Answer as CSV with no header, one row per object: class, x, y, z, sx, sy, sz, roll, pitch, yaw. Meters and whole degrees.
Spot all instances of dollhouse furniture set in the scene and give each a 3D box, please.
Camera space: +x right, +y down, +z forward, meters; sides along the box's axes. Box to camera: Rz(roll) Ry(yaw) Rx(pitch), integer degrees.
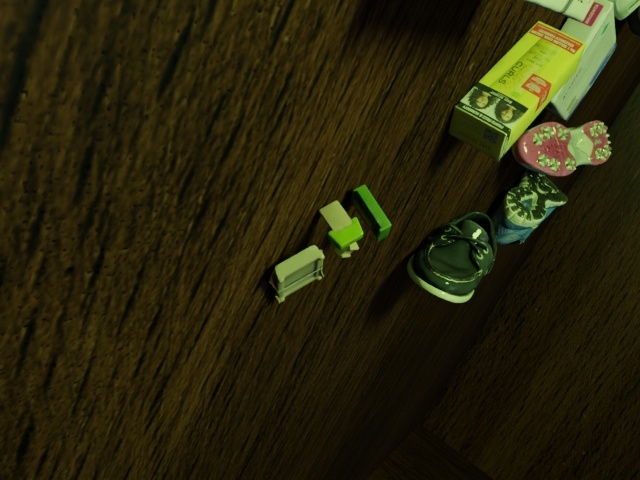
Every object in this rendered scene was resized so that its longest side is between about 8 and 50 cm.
dollhouse furniture set,0.000,0.000,0.729,0.151,0.058,0.076,-30,161,-13

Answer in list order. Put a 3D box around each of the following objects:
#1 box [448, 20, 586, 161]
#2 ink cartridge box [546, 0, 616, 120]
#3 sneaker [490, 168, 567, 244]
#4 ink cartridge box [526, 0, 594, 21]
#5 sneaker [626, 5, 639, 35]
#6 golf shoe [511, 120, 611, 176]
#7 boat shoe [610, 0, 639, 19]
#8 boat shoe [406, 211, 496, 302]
box,0.283,-0.217,0.944,0.232,0.087,0.058,-44,157,-26
ink cartridge box,0.483,-0.333,1.255,0.186,0.065,0.311,-61,157,15
sneaker,0.497,-0.079,1.640,0.330,0.130,0.147,-26,159,-48
ink cartridge box,0.205,-0.312,0.569,0.273,0.115,0.198,-23,142,-56
sneaker,0.773,-0.593,1.419,0.323,0.130,0.236,-63,174,20
golf shoe,0.495,-0.193,1.429,0.306,0.140,0.115,-8,93,-37
boat shoe,0.606,-0.482,1.178,0.227,0.081,0.079,-38,-170,9
boat shoe,0.252,0.014,1.177,0.340,0.127,0.113,-18,137,-62
